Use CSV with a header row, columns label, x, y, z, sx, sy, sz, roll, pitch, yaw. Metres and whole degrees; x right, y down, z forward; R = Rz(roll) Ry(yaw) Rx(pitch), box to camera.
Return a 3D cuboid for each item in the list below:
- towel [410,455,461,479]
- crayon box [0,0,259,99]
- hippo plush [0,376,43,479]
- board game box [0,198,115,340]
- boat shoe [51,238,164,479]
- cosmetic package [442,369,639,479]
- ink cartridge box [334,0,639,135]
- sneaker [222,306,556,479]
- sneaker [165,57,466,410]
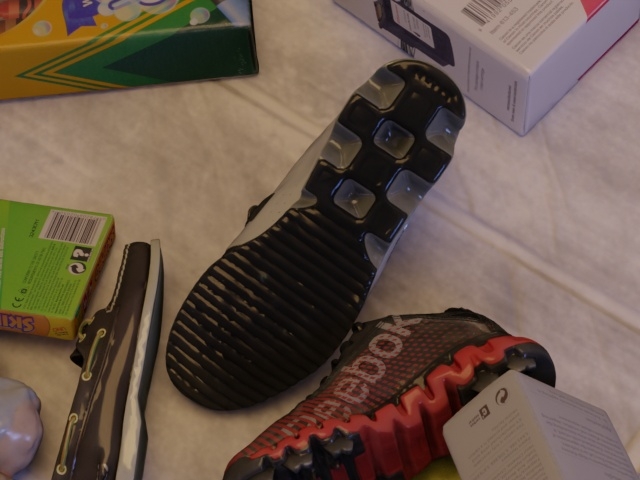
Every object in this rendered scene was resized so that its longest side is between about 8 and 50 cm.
label,x,y,z,sx,sy,sz,roll,pitch,yaw
towel,0.109,0.216,1.371,0.237,0.021,0.102,-16,64,-6
crayon box,-0.226,-0.236,1.614,0.323,0.083,0.203,-6,60,0
hippo plush,-0.350,0.117,1.328,0.294,0.236,0.234,36,68,21
board game box,-0.314,0.012,1.490,0.259,0.039,0.124,10,46,6
boat shoe,-0.167,0.099,1.417,0.069,0.081,0.227,5,63,1
cosmetic package,0.182,0.212,1.252,0.085,0.117,0.231,-45,41,25
ink cartridge box,0.145,-0.235,1.580,0.237,0.100,0.172,38,69,21
sneaker,0.038,0.132,1.366,0.276,0.097,0.135,-25,39,-15
sneaker,0.000,0.000,1.459,0.122,0.146,0.330,40,91,-4
